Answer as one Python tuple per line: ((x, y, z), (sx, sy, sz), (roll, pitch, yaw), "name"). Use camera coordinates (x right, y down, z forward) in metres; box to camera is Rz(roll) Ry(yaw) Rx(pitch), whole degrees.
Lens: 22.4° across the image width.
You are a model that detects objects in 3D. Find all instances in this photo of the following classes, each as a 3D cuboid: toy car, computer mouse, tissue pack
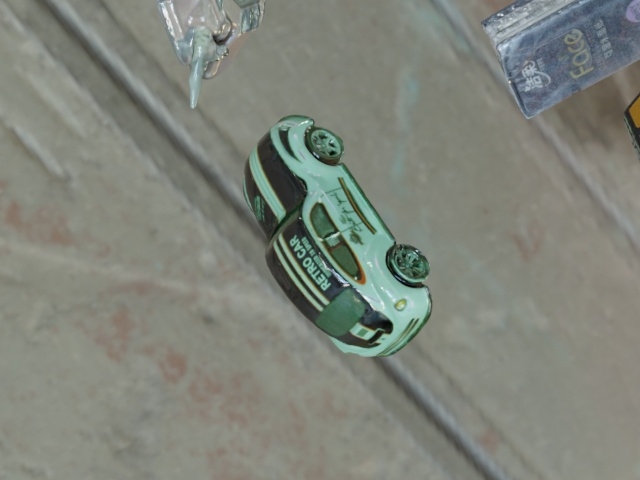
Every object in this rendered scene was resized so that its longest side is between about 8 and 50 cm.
((0.000, 0.000, 1.864), (0.125, 0.136, 0.306), (-21, 71, -43), "toy car")
((-0.131, -0.312, 1.724), (0.199, 0.115, 0.389), (36, 56, -57), "computer mouse")
((0.232, -0.188, 1.457), (0.112, 0.156, 0.051), (57, 7, -50), "tissue pack")

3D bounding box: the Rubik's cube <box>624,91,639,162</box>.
((0.259, -0.070, 1.039), (0.112, 0.133, 0.133), (15, 55, -45), "Rubik's cube")
